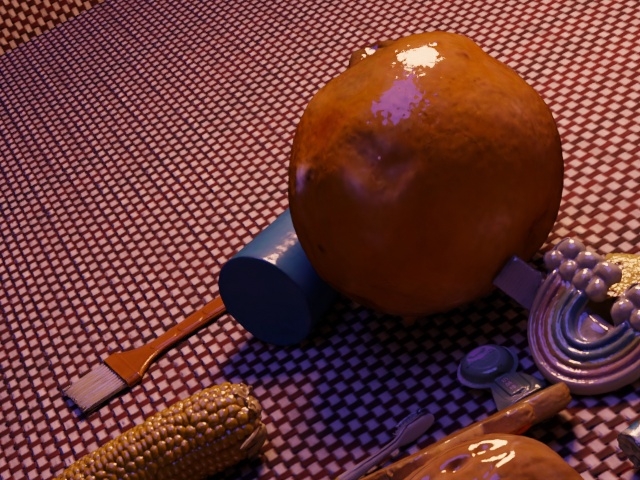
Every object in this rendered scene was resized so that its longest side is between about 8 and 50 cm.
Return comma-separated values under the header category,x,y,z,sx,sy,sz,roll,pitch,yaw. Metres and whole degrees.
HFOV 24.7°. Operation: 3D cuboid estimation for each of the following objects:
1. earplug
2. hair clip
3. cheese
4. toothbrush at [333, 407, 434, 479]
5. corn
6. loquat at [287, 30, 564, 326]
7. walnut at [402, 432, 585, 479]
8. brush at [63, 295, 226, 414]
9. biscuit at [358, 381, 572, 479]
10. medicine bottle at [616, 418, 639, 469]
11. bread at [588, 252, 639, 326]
category,x,y,z,sx,sy,sz,roll,pitch,yaw
earplug,0.000,0.000,1.833,0.132,0.132,0.273,-1,33,37
hair clip,0.270,0.084,1.507,0.140,0.054,0.220,-52,49,1
cheese,0.184,0.140,1.542,0.067,0.026,0.121,-31,29,-10
toothbrush,0.002,0.260,1.489,0.288,0.021,0.024,-35,19,-19
corn,-0.181,0.240,1.597,0.260,0.091,0.091,-26,-7,-2
loquat,0.115,-0.072,1.656,0.328,0.328,0.328,-19,28,11
walnut,0.139,0.251,1.252,0.197,0.165,0.165,-34,28,3
brush,-0.187,0.121,1.885,0.314,0.017,0.090,-33,29,-17
biscuit,0.148,0.192,1.404,0.234,0.030,0.153,-21,-7,-31
medicine bottle,0.365,0.148,1.360,0.191,0.051,0.051,-32,29,-15
bread,0.381,0.058,1.502,0.226,0.049,0.088,4,39,41
